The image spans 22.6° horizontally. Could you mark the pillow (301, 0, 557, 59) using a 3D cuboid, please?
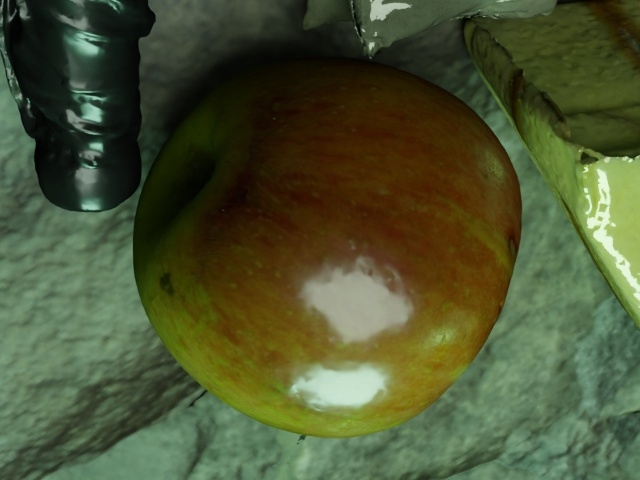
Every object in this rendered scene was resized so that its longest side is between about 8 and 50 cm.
[{"bbox_3d":[0.061,-0.188,0.785,0.134,0.078,0.181,-9,119,-17],"label":"pillow"}]

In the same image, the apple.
[{"bbox_3d":[0.000,0.000,0.812,0.195,0.196,0.196,-8,122,-13],"label":"apple"}]

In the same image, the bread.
[{"bbox_3d":[0.171,0.011,0.886,0.163,0.168,0.264,-7,123,-13],"label":"bread"}]

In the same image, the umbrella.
[{"bbox_3d":[-0.128,-0.168,0.713,0.106,0.113,0.358,-8,124,-12],"label":"umbrella"}]
